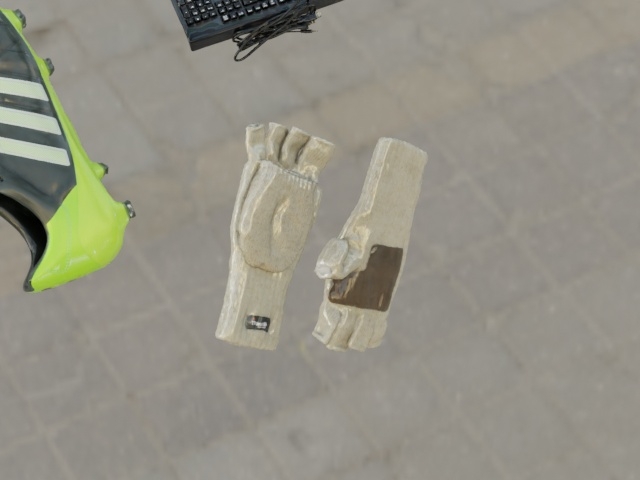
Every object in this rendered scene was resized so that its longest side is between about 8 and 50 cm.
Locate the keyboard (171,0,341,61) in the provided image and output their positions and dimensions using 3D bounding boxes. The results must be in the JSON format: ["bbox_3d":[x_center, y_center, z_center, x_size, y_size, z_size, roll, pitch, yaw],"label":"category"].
[{"bbox_3d":[-0.043,-0.238,1.829,0.192,0.038,0.100,-21,73,-10],"label":"keyboard"}]

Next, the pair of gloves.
[{"bbox_3d":[0.000,0.000,1.727,0.042,0.204,0.240,16,8,41],"label":"pair of gloves"}]

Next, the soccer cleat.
[{"bbox_3d":[-0.163,-0.058,0.962,0.072,0.060,0.179,-31,90,-23],"label":"soccer cleat"}]
